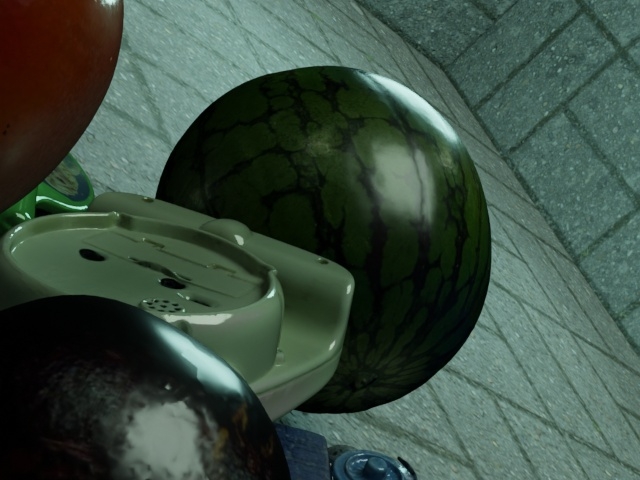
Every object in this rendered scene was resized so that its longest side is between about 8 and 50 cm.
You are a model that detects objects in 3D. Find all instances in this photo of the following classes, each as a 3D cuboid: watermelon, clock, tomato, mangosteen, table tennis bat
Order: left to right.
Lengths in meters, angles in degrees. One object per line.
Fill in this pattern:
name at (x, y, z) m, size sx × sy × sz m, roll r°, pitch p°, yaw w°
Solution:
tomato at (-0.299, -0.153, 0.993) m, size 0.321 × 0.321 × 0.321 m, roll 42°, pitch 18°, yaw -17°
table tennis bat at (-0.286, -0.063, 1.272) m, size 0.160 × 0.039 × 0.257 m, roll 37°, pitch 17°, yaw -22°
mangosteen at (-0.147, 0.182, 0.695) m, size 0.275 × 0.275 × 0.302 m, roll 44°, pitch 30°, yaw -9°
clock at (-0.142, 0.061, 1.025) m, size 0.265 × 0.108 × 0.324 m, roll 20°, pitch 19°, yaw 19°
watermelon at (0.000, 0.000, 1.315) m, size 0.363 × 0.363 × 0.363 m, roll 42°, pitch 18°, yaw -17°

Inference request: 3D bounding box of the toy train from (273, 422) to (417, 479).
toy train at (-0.024, 0.253, 0.990) m, size 0.202 × 0.131 × 0.299 m, roll 15°, pitch 26°, yaw -12°
